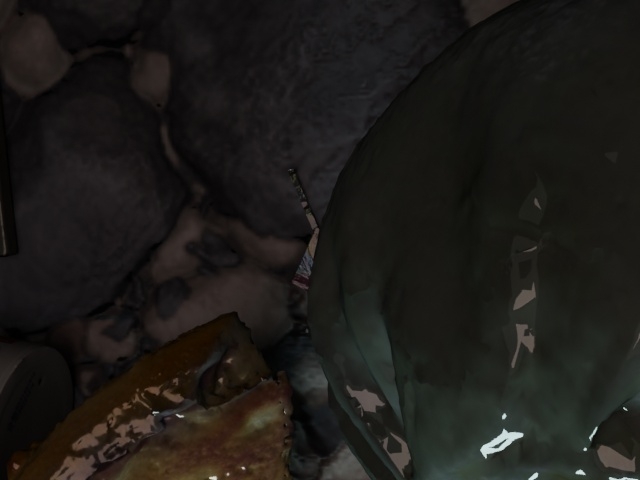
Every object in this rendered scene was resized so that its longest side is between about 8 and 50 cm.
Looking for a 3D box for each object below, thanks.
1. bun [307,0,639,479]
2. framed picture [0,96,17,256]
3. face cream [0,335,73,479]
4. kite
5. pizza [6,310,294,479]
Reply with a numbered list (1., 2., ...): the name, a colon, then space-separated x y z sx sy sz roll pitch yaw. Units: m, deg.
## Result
1. bun: 0.137 0.056 0.716 0.354 0.194 0.354 29 141 26
2. framed picture: -0.298 -0.074 1.022 0.250 0.016 0.184 -4 96 21
3. face cream: -0.258 0.087 0.985 0.214 0.096 0.096 10 101 19
4. kite: -0.005 0.004 0.929 0.044 0.002 0.078 -44 82 20
5. pizza: -0.122 0.156 0.926 0.305 0.161 0.085 -53 52 17
